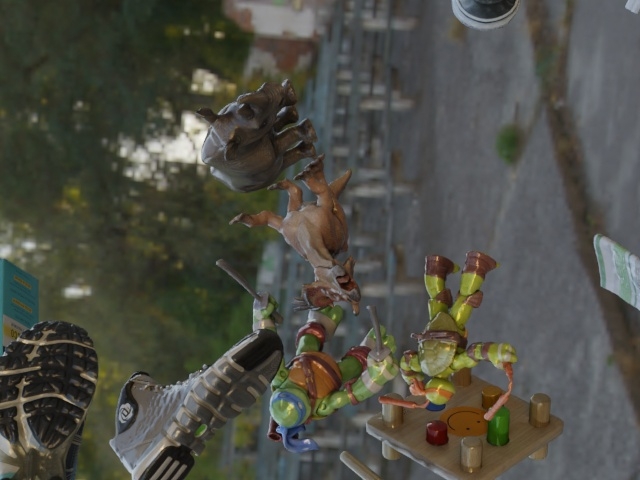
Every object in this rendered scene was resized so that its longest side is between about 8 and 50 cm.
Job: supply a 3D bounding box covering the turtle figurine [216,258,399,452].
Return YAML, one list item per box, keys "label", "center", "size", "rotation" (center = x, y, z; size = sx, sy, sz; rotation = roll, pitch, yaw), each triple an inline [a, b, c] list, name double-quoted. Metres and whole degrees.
- label: "turtle figurine"
  center: [0.015, 0.127, 1.654]
  size: [0.266, 0.197, 0.275]
  rotation: [-31, -67, -70]

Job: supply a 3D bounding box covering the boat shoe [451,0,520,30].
- label: "boat shoe"
  center: [0.213, -0.410, 1.418]
  size: [0.119, 0.121, 0.335]
  rotation: [95, 178, -76]

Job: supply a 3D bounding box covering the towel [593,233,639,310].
- label: "towel"
  center: [0.482, 0.063, 1.920]
  size: [0.152, 0.023, 0.113]
  rotation: [43, 160, 51]

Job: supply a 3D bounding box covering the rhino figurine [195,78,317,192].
- label: "rhino figurine"
  center: [-0.062, -0.097, 1.151]
  size: [0.073, 0.106, 0.243]
  rotation: [62, 178, 7]

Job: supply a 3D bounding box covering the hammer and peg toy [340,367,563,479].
- label: "hammer and peg toy"
  center: [0.209, 0.338, 2.138]
  size: [0.266, 0.361, 0.127]
  rotation: [25, 127, 43]

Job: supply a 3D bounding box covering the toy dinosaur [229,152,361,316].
- label: "toy dinosaur"
  center: [0.000, 0.000, 1.764]
  size: [0.200, 0.127, 0.296]
  rotation: [56, -158, -7]

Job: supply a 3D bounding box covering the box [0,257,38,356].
- label: "box"
  center: [-0.467, 0.158, 1.832]
  size: [0.100, 0.060, 0.244]
  rotation: [46, -148, -59]

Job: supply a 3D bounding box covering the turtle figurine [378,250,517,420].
- label: "turtle figurine"
  center: [0.159, 0.128, 1.644]
  size: [0.269, 0.087, 0.217]
  rotation: [-19, 56, 56]

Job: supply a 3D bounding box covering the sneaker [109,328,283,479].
- label: "sneaker"
  center: [-0.156, 0.164, 1.400]
  size: [0.229, 0.132, 0.086]
  rotation: [-47, -41, -8]

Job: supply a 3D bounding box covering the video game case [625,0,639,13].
- label: "video game case"
  center: [0.522, -0.476, 1.740]
  size: [0.204, 0.025, 0.285]
  rotation: [-54, -11, -29]

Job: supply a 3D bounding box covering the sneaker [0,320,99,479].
- label: "sneaker"
  center: [-0.308, 0.224, 1.324]
  size: [0.122, 0.110, 0.283]
  rotation: [116, 163, -61]
